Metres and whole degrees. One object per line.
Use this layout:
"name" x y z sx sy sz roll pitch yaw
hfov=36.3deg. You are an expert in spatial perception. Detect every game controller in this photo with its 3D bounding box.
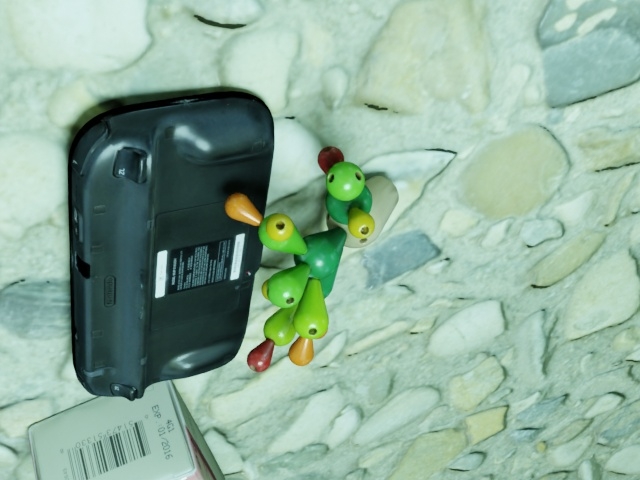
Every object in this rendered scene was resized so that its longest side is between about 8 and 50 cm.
"game controller" -0.126 0.015 0.824 0.166 0.067 0.319 -20 142 -30

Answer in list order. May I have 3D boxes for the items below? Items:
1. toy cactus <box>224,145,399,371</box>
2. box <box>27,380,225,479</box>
"toy cactus" 0.000 0.000 0.816 0.180 0.112 0.219 -43 153 -44
"box" -0.177 0.266 0.995 0.148 0.127 0.232 -22 139 -6
